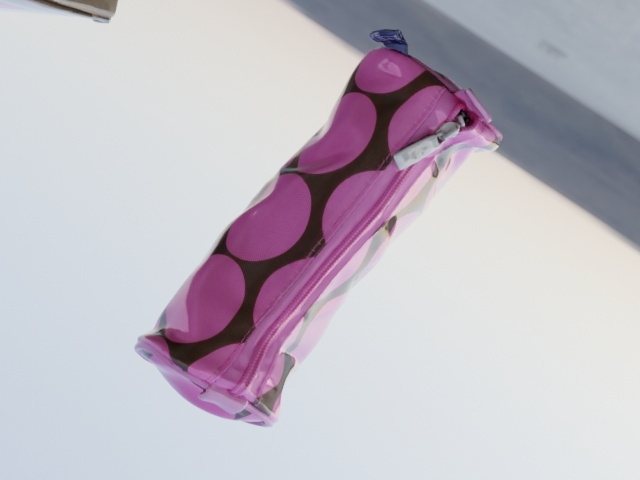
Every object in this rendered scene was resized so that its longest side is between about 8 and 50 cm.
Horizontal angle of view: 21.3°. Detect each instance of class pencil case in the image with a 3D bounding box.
[{"bbox_3d":[0.000,0.000,0.856,0.095,0.209,0.098,40,175,-30],"label":"pencil case"}]

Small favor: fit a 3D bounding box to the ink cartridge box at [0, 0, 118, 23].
[{"bbox_3d":[-0.200,-0.241,1.040,0.088,0.193,0.235,11,-179,-39],"label":"ink cartridge box"}]
